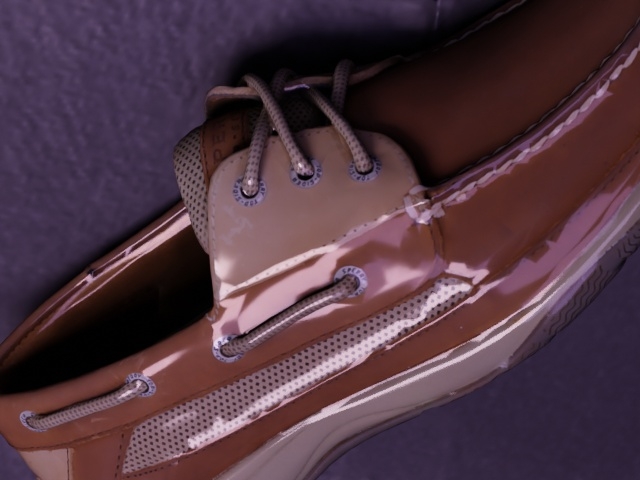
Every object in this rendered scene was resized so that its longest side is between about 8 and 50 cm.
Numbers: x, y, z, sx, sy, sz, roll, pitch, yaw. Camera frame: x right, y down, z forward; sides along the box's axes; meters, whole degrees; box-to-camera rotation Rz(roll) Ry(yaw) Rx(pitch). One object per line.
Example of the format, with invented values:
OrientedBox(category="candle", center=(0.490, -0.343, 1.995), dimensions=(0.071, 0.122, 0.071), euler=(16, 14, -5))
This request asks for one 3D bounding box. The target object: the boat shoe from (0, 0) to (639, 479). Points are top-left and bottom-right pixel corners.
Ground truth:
OrientedBox(category="boat shoe", center=(0.000, 0.000, 0.576), dimensions=(0.324, 0.122, 0.120), euler=(-42, 117, 19))
